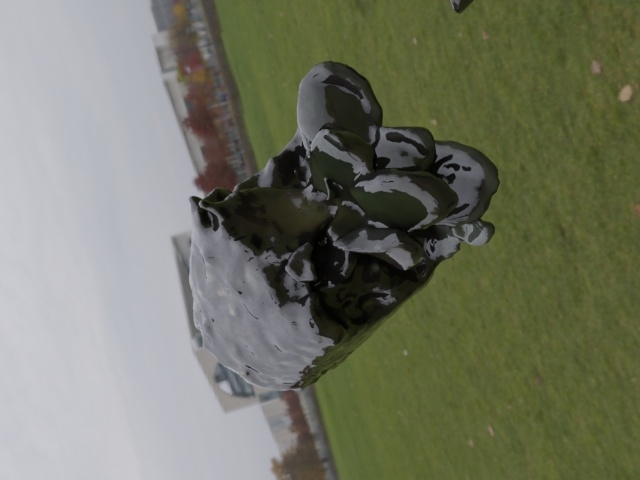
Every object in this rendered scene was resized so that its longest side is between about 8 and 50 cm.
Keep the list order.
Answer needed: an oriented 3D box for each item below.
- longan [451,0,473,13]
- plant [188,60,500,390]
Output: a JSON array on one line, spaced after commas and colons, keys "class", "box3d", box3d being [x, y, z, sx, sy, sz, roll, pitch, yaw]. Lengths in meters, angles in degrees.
[{"class": "longan", "box3d": [0.101, -0.201, 0.487, 0.113, 0.092, 0.113, 19, -90, -82]}, {"class": "plant", "box3d": [0.000, 0.000, 0.660, 0.199, 0.188, 0.276, 47, 135, 13]}]
